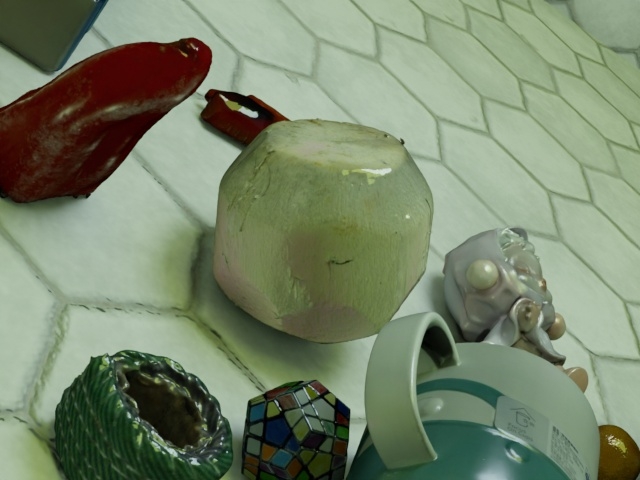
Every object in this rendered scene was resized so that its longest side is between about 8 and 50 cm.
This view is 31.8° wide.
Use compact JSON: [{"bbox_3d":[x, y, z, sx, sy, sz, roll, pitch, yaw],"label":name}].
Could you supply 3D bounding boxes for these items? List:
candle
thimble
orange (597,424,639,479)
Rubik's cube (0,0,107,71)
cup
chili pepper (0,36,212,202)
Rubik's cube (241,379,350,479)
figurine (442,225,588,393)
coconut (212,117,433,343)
[{"bbox_3d":[-0.019,-0.108,1.448,0.301,0.059,0.084,32,42,-12],"label":"candle"},{"bbox_3d":[-0.139,0.157,0.897,0.118,0.090,0.135,-2,48,-55],"label":"thimble"},{"bbox_3d":[0.348,0.262,1.353,0.085,0.085,0.085,30,30,-20],"label":"orange"},{"bbox_3d":[-0.327,-0.468,1.280,0.347,0.346,0.344,32,31,-14],"label":"Rubik's cube"},{"bbox_3d":[0.115,0.205,0.968,0.290,0.219,0.258,68,23,-18],"label":"cup"},{"bbox_3d":[-0.210,-0.126,1.052,0.144,0.252,0.136,29,48,-35],"label":"chili pepper"},{"bbox_3d":[-0.022,0.178,1.005,0.111,0.093,0.111,30,29,-18],"label":"Rubik's cube"},{"bbox_3d":[0.231,0.099,1.389,0.200,0.133,0.276,33,32,-39],"label":"figurine"},{"bbox_3d":[-0.001,-0.001,1.168,0.227,0.230,0.227,6,26,-3],"label":"coconut"}]
